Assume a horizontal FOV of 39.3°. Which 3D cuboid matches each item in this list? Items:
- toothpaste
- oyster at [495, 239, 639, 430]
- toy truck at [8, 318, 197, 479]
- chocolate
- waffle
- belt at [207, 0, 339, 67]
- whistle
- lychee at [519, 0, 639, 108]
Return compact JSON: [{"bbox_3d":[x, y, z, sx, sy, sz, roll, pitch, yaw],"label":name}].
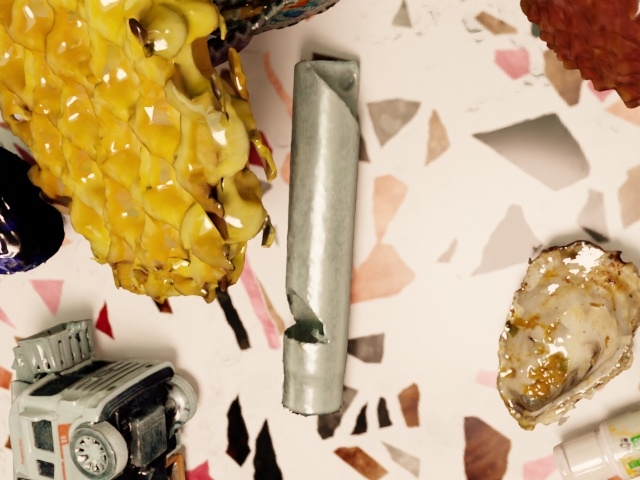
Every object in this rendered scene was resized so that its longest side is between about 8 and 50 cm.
[{"bbox_3d":[0.340,0.131,0.713,0.314,0.058,0.056,-24,51,17],"label":"toothpaste"},{"bbox_3d":[0.204,0.085,0.741,0.105,0.056,0.177,22,108,24],"label":"oyster"},{"bbox_3d":[-0.225,0.244,0.873,0.184,0.133,0.338,5,106,26],"label":"toy truck"},{"bbox_3d":[-0.421,0.003,0.848,0.343,0.126,0.148,-15,99,8],"label":"chocolate"},{"bbox_3d":[-0.169,-0.125,0.700,0.382,0.095,0.379,-11,103,61],"label":"waffle"},{"bbox_3d":[-0.030,-0.286,0.671,0.295,0.160,0.207,-37,90,21],"label":"belt"},{"bbox_3d":[0.000,0.000,0.781,0.062,0.062,0.312,7,104,16],"label":"whistle"},{"bbox_3d":[0.244,-0.218,0.550,0.276,0.276,0.304,31,142,9],"label":"lychee"}]
